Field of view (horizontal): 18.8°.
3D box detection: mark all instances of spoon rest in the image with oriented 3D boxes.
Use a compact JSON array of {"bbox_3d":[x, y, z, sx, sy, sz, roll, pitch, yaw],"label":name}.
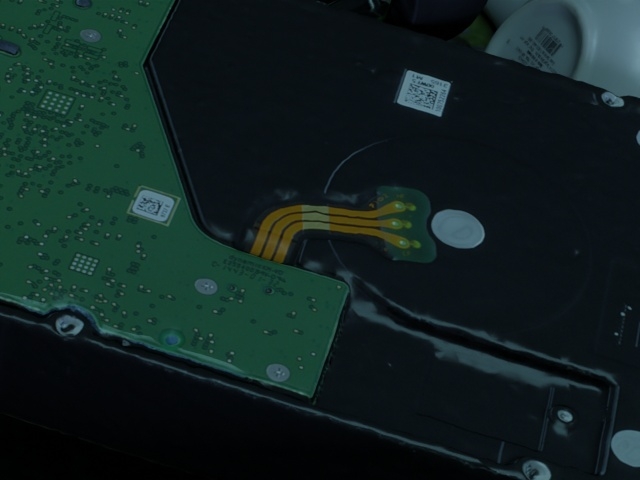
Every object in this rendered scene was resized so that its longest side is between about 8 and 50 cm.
[{"bbox_3d":[0.106,-0.108,0.983,0.084,0.137,0.276,25,23,-38],"label":"spoon rest"}]

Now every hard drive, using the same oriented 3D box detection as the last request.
[{"bbox_3d":[0.000,0.000,0.784,0.339,0.064,0.237,17,44,1],"label":"hard drive"}]

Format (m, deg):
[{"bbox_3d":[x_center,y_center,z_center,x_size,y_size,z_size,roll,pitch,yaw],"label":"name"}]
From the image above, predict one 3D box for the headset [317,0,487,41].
[{"bbox_3d":[-0.019,-0.233,0.977,0.185,0.243,0.394,-26,30,-23],"label":"headset"}]
